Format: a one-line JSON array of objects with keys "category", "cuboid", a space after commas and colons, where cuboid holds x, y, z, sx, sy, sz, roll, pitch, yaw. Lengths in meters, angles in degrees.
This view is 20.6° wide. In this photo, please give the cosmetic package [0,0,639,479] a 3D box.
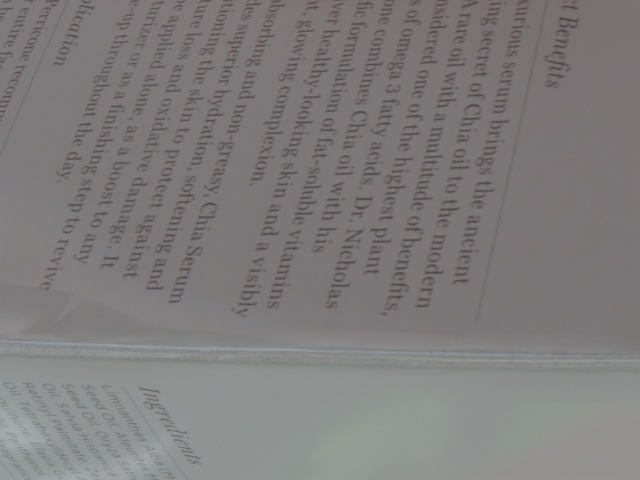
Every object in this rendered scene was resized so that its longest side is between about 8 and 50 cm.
[{"category": "cosmetic package", "cuboid": [0.000, 0.000, 0.752, 0.161, 0.453, 0.230, 64, -146, -47]}]
